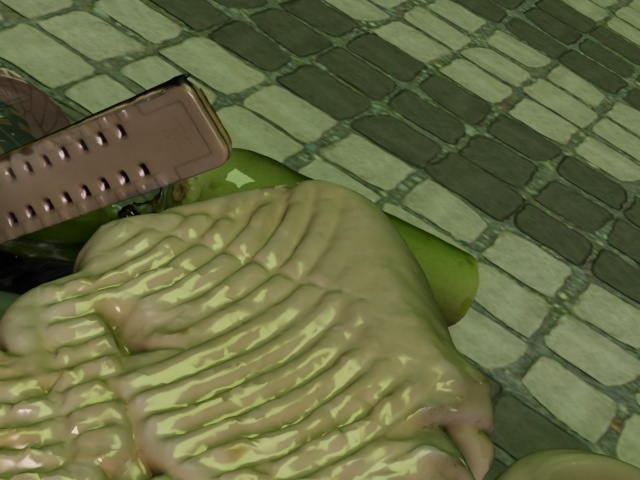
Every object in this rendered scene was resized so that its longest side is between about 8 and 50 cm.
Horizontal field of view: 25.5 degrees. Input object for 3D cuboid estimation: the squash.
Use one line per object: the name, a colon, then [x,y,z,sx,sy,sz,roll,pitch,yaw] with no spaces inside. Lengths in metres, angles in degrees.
squash: [0.000,0.000,0.988,0.250,0.083,0.083,21,26,-35]

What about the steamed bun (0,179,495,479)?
steamed bun: [-0.066,0.123,0.616,0.275,0.203,0.289,2,34,3]

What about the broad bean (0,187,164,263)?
broad bean: [-0.239,-0.046,0.822,0.318,0.056,0.098,14,38,-27]

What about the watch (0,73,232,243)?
watch: [-0.188,-0.002,0.663,0.165,0.268,0.102,-35,104,-56]

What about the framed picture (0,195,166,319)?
framed picture: [-0.151,-0.007,0.950,0.208,0.019,0.281,13,31,-26]

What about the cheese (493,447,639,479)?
cheese: [0.132,0.179,0.838,0.227,0.064,0.137,9,31,-29]

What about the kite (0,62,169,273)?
kite: [-0.254,-0.111,0.943,0.360,0.022,0.204,39,25,4]
